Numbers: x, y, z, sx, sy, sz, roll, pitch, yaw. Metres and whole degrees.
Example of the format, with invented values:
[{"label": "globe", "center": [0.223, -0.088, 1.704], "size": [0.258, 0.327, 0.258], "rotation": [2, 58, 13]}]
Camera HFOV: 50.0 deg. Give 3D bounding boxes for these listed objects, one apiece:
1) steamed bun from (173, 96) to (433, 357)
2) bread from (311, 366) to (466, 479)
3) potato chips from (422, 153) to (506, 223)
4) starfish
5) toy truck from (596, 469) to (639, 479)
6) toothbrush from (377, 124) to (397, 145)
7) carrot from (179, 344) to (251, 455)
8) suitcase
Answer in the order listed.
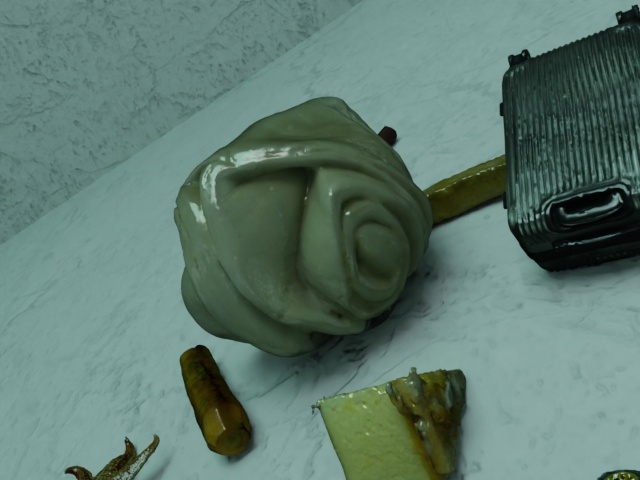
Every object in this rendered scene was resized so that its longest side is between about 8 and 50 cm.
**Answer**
[{"label": "steamed bun", "center": [0.000, 0.000, 0.931], "size": [0.368, 0.342, 0.255], "rotation": [-41, 51, -22]}, {"label": "bread", "center": [0.091, 0.198, 0.758], "size": [0.147, 0.127, 0.152], "rotation": [-22, -3, 30]}, {"label": "potato chips", "center": [0.262, -0.086, 1.014], "size": [0.407, 0.057, 0.080], "rotation": [-20, 28, 29]}, {"label": "starfish", "center": [-0.312, 0.367, 0.965], "size": [0.213, 0.057, 0.238], "rotation": [-38, 25, 13]}, {"label": "toy truck", "center": [0.201, 0.234, 0.488], "size": [0.227, 0.097, 0.114], "rotation": [-19, 8, 30]}, {"label": "toothbrush", "center": [0.043, -0.097, 1.312], "size": [0.041, 0.040, 0.364], "rotation": [0, 44, 50]}, {"label": "carrot", "center": [-0.159, 0.226, 1.003], "size": [0.070, 0.070, 0.260], "rotation": [-40, 24, -7]}, {"label": "suitcase", "center": [0.332, -0.122, 0.836], "size": [0.202, 0.128, 0.312], "rotation": [-17, 51, 33]}]
